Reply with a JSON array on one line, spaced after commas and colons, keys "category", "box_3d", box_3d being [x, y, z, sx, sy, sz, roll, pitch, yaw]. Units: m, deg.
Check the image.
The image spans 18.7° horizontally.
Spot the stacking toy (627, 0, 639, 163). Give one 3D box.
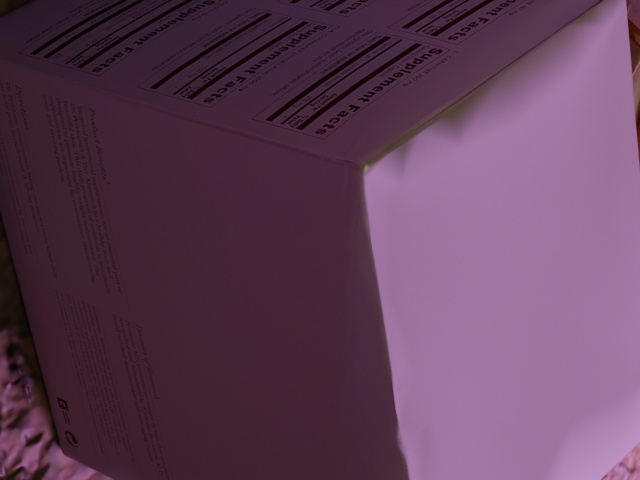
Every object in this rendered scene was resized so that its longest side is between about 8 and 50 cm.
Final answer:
[{"category": "stacking toy", "box_3d": [0.397, -0.002, 0.981, 0.350, 0.480, 0.350, -20, 118, -44]}]

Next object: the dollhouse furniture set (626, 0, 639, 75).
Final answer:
[{"category": "dollhouse furniture set", "box_3d": [0.115, -0.182, 0.785, 0.259, 0.262, 0.135, 41, 66, -15]}]

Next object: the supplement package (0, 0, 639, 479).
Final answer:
[{"category": "supplement package", "box_3d": [0.000, 0.000, 0.736, 0.149, 0.203, 0.194, -35, 129, -36]}]
